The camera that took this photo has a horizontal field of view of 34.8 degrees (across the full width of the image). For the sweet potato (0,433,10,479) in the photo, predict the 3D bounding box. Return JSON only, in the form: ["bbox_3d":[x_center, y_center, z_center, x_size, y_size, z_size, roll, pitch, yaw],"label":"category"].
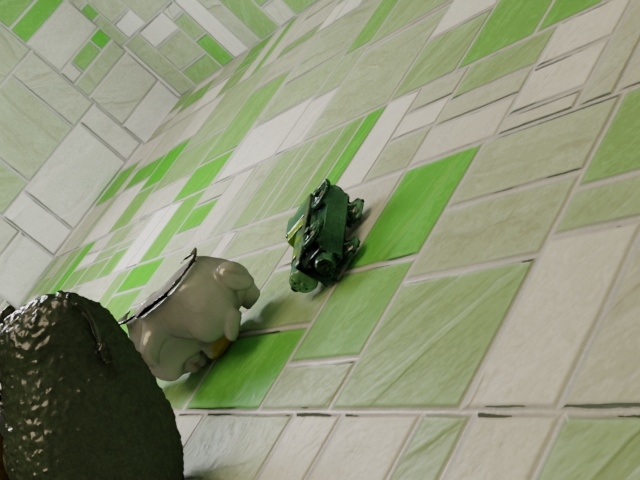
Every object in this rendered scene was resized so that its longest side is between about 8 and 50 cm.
[{"bbox_3d":[-0.427,0.346,1.397,0.079,0.346,0.108,-22,20,12],"label":"sweet potato"}]

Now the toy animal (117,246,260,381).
[{"bbox_3d":[-0.220,0.129,1.643,0.208,0.154,0.325,-50,13,-26],"label":"toy animal"}]

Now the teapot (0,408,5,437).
[{"bbox_3d":[-0.652,0.399,2.165,0.108,0.111,0.149,-65,25,-4],"label":"teapot"}]

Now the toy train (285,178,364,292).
[{"bbox_3d":[-0.001,0.000,1.524,0.132,0.083,0.200,-51,15,32],"label":"toy train"}]

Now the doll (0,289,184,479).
[{"bbox_3d":[-0.320,0.240,1.353,0.247,0.350,0.247,-17,3,1],"label":"doll"}]
